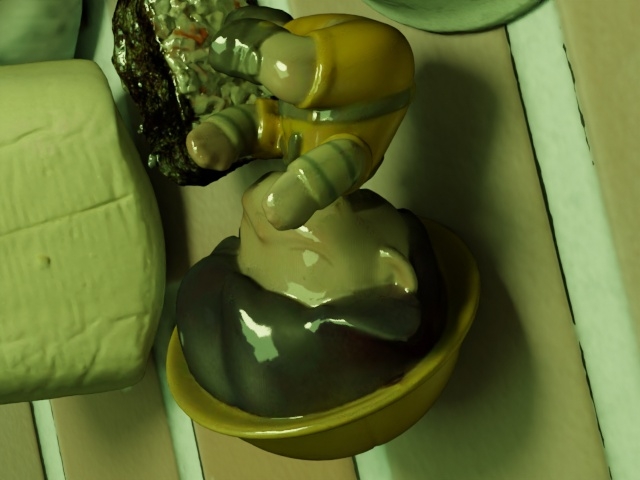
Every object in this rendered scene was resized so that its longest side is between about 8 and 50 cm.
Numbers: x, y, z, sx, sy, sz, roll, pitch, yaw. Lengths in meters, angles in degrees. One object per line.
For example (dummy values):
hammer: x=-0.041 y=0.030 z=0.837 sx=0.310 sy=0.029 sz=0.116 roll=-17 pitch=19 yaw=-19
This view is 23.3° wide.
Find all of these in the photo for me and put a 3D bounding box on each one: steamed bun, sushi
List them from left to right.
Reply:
steamed bun: x=-0.222 y=-0.007 z=1.151 sx=0.155 sy=0.200 sz=0.250 roll=-147 pitch=48 yaw=-70
sushi: x=-0.081 y=-0.116 z=1.035 sx=0.078 sy=0.090 sz=0.150 roll=-30 pitch=74 yaw=54

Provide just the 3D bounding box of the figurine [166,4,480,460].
figurine: x=0.005 y=0.000 z=0.880 sx=0.192 sy=0.167 sz=0.257 roll=-133 pitch=46 yaw=-62

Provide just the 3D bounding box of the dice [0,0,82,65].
dice: x=-0.409 y=-0.210 z=1.227 sx=0.328 sy=0.348 sz=0.330 roll=53 pitch=132 yaw=36

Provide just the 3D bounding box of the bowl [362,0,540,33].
bowl: x=0.022 y=-0.268 z=0.832 sx=0.313 sy=0.146 sz=0.313 roll=11 pitch=104 yaw=50
